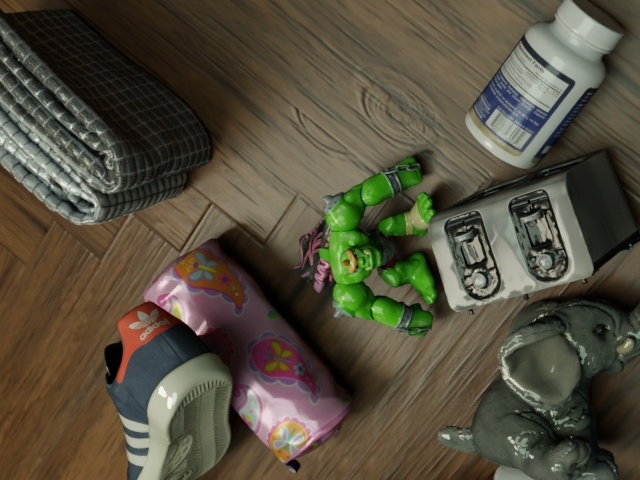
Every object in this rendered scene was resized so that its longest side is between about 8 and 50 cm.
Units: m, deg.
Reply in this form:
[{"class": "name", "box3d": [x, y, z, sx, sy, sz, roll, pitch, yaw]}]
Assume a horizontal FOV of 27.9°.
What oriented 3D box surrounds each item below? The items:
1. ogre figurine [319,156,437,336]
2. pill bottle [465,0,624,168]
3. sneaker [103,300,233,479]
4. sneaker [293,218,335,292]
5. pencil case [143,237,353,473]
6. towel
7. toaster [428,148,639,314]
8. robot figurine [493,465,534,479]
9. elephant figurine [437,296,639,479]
[{"class": "ogre figurine", "box3d": [0.065, 0.015, 1.437, 0.118, 0.097, 0.197, -8, 119, -13]}, {"class": "pill bottle", "box3d": [0.232, -0.164, 1.320, 0.094, 0.094, 0.169, 40, 116, 9]}, {"class": "sneaker", "box3d": [-0.190, 0.190, 1.508, 0.148, 0.131, 0.350, 49, 148, 20]}, {"class": "sneaker", "box3d": [0.000, 0.000, 1.502, 0.057, 0.047, 0.119, 29, 113, 27]}, {"class": "pencil case", "box3d": [-0.083, 0.133, 1.534, 0.284, 0.124, 0.124, 48, 117, 4]}, {"class": "towel", "box3d": [-0.281, -0.157, 1.473, 0.284, 0.235, 0.121, 44, 113, 6]}, {"class": "toaster", "box3d": [0.226, -0.011, 1.330, 0.168, 0.186, 0.110, -17, 95, 35]}, {"class": "robot figurine", "box3d": [0.230, 0.393, 1.420, 0.354, 0.200, 0.299, 10, 79, 22]}, {"class": "elephant figurine", "box3d": [0.260, 0.130, 1.378, 0.169, 0.186, 0.239, -157, 72, -63]}]
